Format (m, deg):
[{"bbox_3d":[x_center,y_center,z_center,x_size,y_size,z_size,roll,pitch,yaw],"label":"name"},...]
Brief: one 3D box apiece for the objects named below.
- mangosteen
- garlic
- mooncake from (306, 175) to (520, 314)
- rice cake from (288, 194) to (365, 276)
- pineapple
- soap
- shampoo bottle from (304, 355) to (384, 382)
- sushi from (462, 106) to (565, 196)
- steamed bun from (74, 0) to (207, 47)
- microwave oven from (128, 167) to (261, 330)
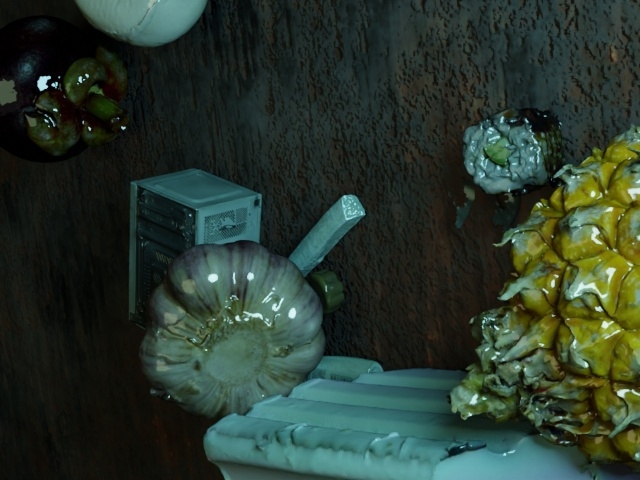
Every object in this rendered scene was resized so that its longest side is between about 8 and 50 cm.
[{"bbox_3d":[-0.366,-0.205,1.755,0.249,0.211,0.211,17,115,30],"label":"mangosteen"},{"bbox_3d":[-0.111,0.108,1.549,0.160,0.244,0.245,-110,23,-66],"label":"garlic"},{"bbox_3d":[0.089,0.009,1.444,0.346,0.057,0.150,-7,110,44],"label":"mooncake"},{"bbox_3d":[0.000,0.001,1.553,0.171,0.029,0.033,-47,62,42],"label":"rice cake"},{"bbox_3d":[0.265,0.103,1.048,0.344,0.286,0.209,66,168,-13],"label":"pineapple"},{"bbox_3d":[0.115,0.243,1.337,0.446,0.261,0.156,-4,99,45],"label":"soap"},{"bbox_3d":[0.003,0.175,1.594,0.190,0.041,0.069,6,109,45],"label":"shampoo bottle"},{"bbox_3d":[0.200,-0.085,1.271,0.094,0.084,0.098,-12,91,31],"label":"sushi"},{"bbox_3d":[-0.228,-0.345,1.607,0.228,0.130,0.177,30,112,38],"label":"steamed bun"},{"bbox_3d":[-0.172,0.026,1.671,0.162,0.122,0.208,23,118,41],"label":"microwave oven"}]
